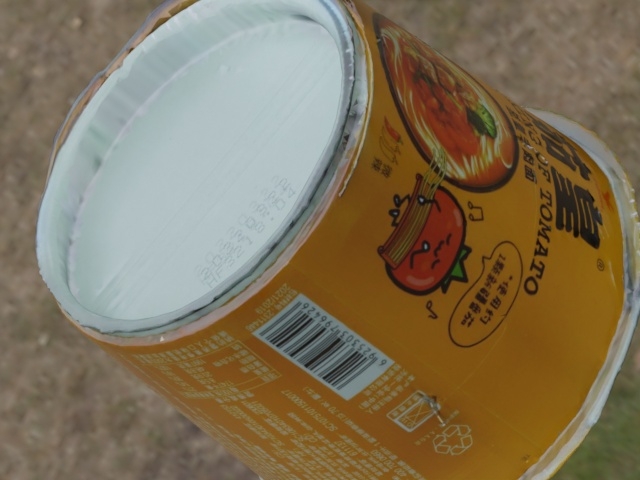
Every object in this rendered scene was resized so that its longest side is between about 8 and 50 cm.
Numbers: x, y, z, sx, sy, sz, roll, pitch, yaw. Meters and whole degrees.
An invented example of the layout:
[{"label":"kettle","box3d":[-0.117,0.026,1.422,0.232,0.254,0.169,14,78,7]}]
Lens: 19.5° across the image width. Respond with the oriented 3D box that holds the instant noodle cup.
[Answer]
[{"label":"instant noodle cup","box3d":[0.000,0.000,0.761,0.216,0.172,0.216,-23,50,30]}]
